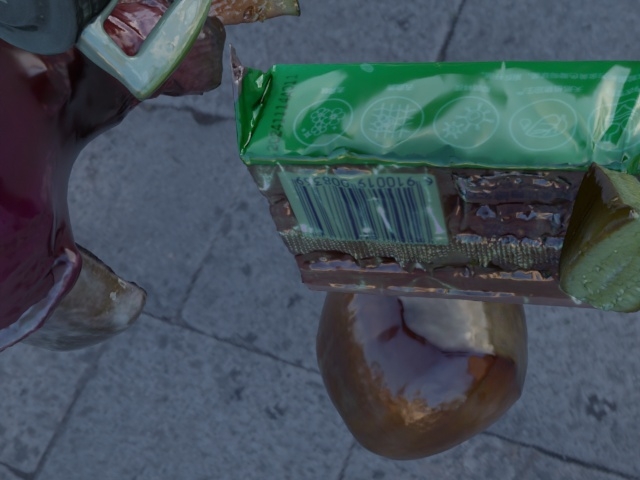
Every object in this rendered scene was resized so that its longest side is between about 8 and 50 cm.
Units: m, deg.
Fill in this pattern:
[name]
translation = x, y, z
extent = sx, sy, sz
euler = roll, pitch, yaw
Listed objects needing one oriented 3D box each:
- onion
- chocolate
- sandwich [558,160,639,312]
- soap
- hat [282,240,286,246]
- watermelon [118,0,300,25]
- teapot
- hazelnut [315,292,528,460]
[onion]
translation = -0.280, -0.113, 0.794
extent = 0.420, 0.398, 0.398
euler = -30, 54, -7
[chocolate]
translation = -0.370, 0.058, 1.211
extent = 0.185, 0.303, 0.100
euler = -26, 47, 34
[sandwich]
translation = 0.099, 0.002, 0.335
extent = 0.031, 0.083, 0.044
euler = 21, 109, 6
[soap]
translation = 0.092, -0.035, 0.640
extent = 0.274, 0.218, 0.098
euler = 2, 59, 19
[hat]
translation = 0.000, 0.000, 1.243
extent = 0.078, 0.138, 0.191
euler = -58, 31, 0
[watermelon]
translation = -0.171, -0.322, 1.057
extent = 0.304, 0.128, 0.159
euler = -2, 73, -9
[teapot]
translation = -0.114, -0.133, 0.458
extent = 0.092, 0.124, 0.090
euler = 9, 51, 41
[hazelnut]
translation = 0.163, 0.165, 1.612
extent = 0.366, 0.366, 0.365
euler = -11, 59, 19
